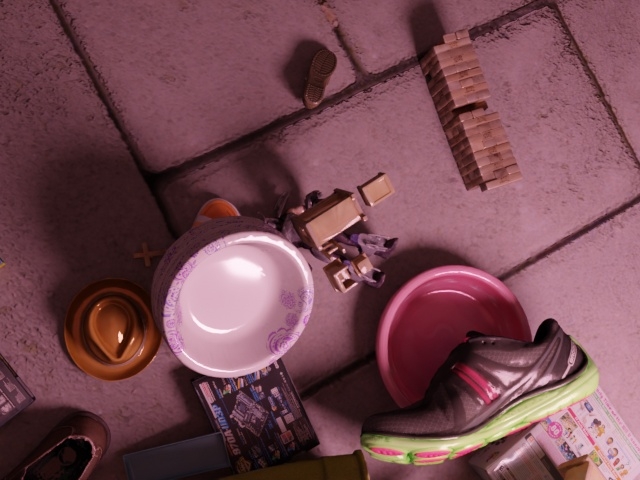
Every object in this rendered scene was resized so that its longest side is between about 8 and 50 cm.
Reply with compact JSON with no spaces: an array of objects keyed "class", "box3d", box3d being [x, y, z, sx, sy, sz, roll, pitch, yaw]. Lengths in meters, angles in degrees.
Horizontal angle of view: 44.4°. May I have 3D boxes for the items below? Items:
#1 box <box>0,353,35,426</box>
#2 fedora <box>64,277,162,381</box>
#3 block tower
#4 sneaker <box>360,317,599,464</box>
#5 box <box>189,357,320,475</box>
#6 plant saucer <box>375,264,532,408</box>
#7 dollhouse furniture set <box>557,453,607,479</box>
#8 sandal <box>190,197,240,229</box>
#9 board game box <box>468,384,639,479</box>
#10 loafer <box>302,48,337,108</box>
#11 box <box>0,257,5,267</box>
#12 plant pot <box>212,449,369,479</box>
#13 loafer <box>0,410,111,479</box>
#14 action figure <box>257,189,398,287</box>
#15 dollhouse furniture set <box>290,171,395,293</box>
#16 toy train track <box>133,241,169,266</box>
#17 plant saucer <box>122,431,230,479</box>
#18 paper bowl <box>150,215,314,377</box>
[{"class":"box","box3d":[-0.650,0.250,1.379,0.183,0.059,0.233,-39,93,-15]},{"class":"fedora","box3d":[-0.381,0.163,1.444,0.194,0.079,0.194,2,83,-13]},{"class":"block tower","box3d":[0.313,-0.266,1.661,0.091,0.097,0.335,-19,86,-15]},{"class":"sneaker","box3d":[0.282,0.283,1.476,0.482,0.185,0.202,-17,69,-18]},{"class":"box","box3d":[-0.124,0.329,1.498,0.175,0.051,0.220,-25,89,-15]},{"class":"plant saucer","box3d":[0.265,0.217,1.590,0.332,0.084,0.332,2,83,-12]},{"class":"dollhouse furniture set","box3d":[0.361,0.599,1.467,0.362,0.394,0.256,54,33,-1]},{"class":"sandal","box3d":[-0.220,0.044,1.499,0.102,0.076,0.265,24,78,-10]},{"class":"board game box","box3d":[0.492,0.453,1.608,0.303,0.097,0.224,-36,93,-14]},{"class":"loafer","box3d":[-0.009,-0.333,1.616,0.056,0.050,0.148,28,62,-12]},{"class":"box","box3d":[-0.677,0.055,1.407,0.179,0.043,0.105,-39,92,-13]},{"class":"plant pot","box3d":[-0.102,0.549,1.344,0.353,0.366,0.367,0,83,-4]},{"class":"loafer","box3d":[-0.512,0.452,1.348,0.134,0.130,0.366,37,76,-6]},{"class":"action figure","box3d":[0.000,0.000,1.550,0.285,0.099,0.185,18,84,-8]},{"class":"dollhouse furniture set","box3d":[0.065,-0.018,1.488,0.182,0.101,0.161,-33,109,-13]},{"class":"toy train track","box3d":[-0.319,0.026,1.512,0.083,0.014,0.048,-7,77,-20]},{"class":"plant saucer","box3d":[-0.265,0.405,1.446,0.192,0.018,0.067,-14,90,1]},{"class":"paper bowl","box3d":[-0.165,0.092,1.421,0.284,0.148,0.284,-10,114,-22]}]
